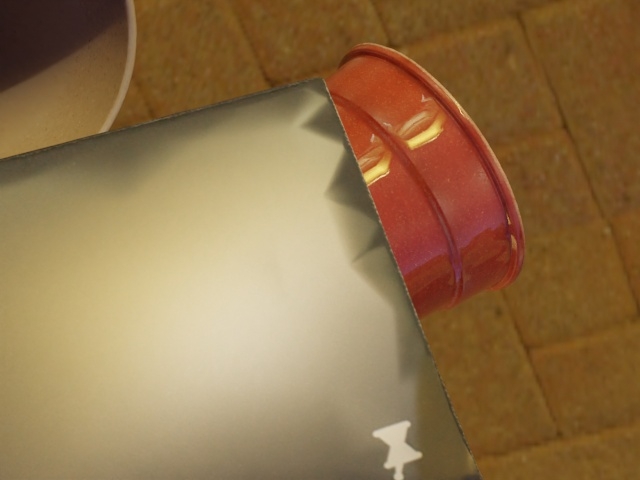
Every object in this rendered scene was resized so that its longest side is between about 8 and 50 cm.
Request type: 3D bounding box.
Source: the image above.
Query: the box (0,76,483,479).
[{"bbox_3d":[-0.130,0.120,0.807,0.293,0.212,0.395,-16,164,-16],"label":"box"}]

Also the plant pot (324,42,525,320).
[{"bbox_3d":[0.000,0.000,1.446,0.265,0.272,0.272,-34,121,-19],"label":"plant pot"}]

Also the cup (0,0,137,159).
[{"bbox_3d":[-0.395,-0.220,1.625,0.237,0.331,0.331,28,137,44],"label":"cup"}]
